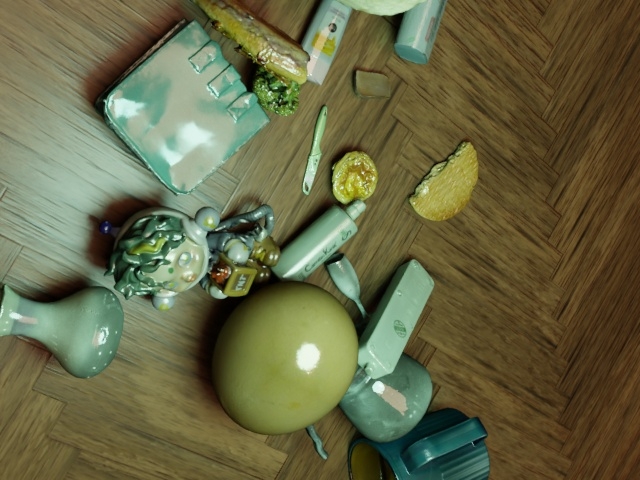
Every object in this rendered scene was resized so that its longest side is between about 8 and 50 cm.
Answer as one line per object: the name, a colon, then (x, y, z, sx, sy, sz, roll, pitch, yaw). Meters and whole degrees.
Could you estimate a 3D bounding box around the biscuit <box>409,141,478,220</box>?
biscuit: (0.323, -0.134, 2.096, 0.224, 0.033, 0.144, -47, 123, -11)

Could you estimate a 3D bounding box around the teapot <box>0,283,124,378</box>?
teapot: (-0.516, 0.159, 1.608, 0.250, 0.183, 0.184, 17, 94, -21)

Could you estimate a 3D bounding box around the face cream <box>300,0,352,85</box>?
face cream: (0.007, -0.442, 1.809, 0.084, 0.057, 0.198, 21, 91, -32)

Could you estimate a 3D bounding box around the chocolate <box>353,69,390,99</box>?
chocolate: (0.114, -0.354, 1.914, 0.100, 0.031, 0.065, -4, 87, -34)

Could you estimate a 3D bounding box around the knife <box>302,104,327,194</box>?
knife: (-0.010, -0.204, 1.891, 0.030, 0.014, 0.207, 9, 100, -32)

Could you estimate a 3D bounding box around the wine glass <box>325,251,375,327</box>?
wine glass: (0.073, 0.118, 2.002, 0.066, 0.066, 0.198, -37, 117, -17)

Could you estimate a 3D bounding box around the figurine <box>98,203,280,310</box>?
figurine: (-0.261, 0.038, 1.712, 0.382, 0.186, 0.261, 8, 110, -38)

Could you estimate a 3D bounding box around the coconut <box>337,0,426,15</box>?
coconut: (0.112, -0.646, 1.643, 0.415, 0.415, 0.345, 10, 129, -32)

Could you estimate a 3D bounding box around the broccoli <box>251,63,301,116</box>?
broccoli: (-0.088, -0.326, 1.747, 0.130, 0.120, 0.131, 51, 36, -14)

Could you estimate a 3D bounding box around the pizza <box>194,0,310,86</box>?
pizza: (-0.145, -0.410, 1.653, 0.305, 0.161, 0.086, 39, 108, 5)

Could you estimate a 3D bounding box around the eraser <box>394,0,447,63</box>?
eraser: (0.238, -0.524, 1.873, 0.081, 0.174, 0.227, 17, 94, 9)

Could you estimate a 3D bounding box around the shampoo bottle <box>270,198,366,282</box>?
shampoo bottle: (0.000, 0.000, 1.893, 0.262, 0.085, 0.085, -42, 120, -7)

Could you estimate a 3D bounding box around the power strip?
power strip: (0.172, 0.184, 1.948, 0.091, 0.062, 0.385, 49, 39, -11)

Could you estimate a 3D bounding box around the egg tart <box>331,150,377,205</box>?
egg tart: (0.072, -0.147, 1.932, 0.130, 0.052, 0.130, -10, 110, -29)

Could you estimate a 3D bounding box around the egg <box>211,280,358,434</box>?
egg: (-0.081, 0.255, 1.795, 0.301, 0.301, 0.374, 9, 139, -32)

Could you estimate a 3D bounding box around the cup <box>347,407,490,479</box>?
cup: (0.257, 0.550, 2.116, 0.292, 0.242, 0.308, -13, 122, -30)

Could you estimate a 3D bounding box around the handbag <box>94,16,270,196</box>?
handbag: (-0.277, -0.259, 1.672, 0.274, 0.100, 0.269, -48, 118, -12)

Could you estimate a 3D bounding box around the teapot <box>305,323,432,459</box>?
teapot: (0.074, 0.346, 2.001, 0.305, 0.223, 0.285, -39, 115, 15)
